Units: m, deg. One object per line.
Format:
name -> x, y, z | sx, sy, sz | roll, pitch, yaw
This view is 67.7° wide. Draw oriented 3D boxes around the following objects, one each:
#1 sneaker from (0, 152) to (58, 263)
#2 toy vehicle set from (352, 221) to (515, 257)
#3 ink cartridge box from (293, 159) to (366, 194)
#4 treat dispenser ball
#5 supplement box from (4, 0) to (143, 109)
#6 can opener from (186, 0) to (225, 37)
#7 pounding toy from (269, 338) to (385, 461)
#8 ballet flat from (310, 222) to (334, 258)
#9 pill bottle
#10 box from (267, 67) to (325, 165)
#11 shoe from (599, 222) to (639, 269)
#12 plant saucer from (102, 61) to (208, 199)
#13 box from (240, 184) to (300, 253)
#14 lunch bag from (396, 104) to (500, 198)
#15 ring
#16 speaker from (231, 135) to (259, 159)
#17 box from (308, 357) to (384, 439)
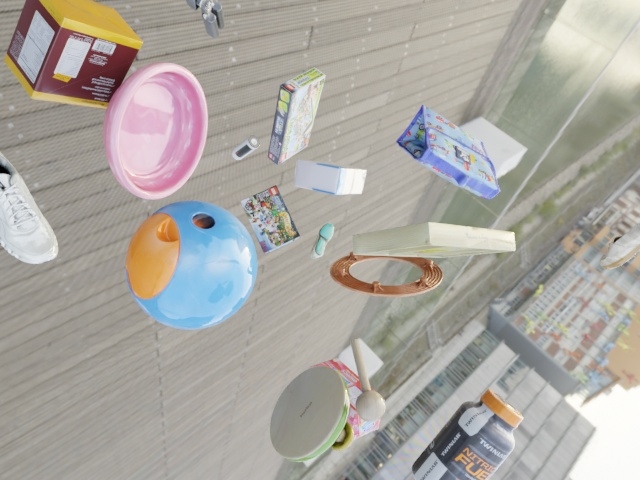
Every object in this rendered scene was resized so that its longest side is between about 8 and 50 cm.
sneaker -> -0.691, -0.079, 1.068 | 0.110, 0.292, 0.118 | -31, 175, -36
toy vehicle set -> 0.208, 0.005, 0.857 | 0.266, 0.035, 0.165 | 4, 171, -41
ink cartridge box -> 0.032, -0.184, 1.388 | 0.190, 0.139, 0.082 | -10, 112, -62
treat dispenser ball -> -0.285, 0.055, 1.074 | 0.288, 0.288, 0.288 | -37, 156, -20
supplement box -> -0.539, -0.415, 1.047 | 0.194, 0.129, 0.191 | -48, 163, 25
can opener -> -0.354, -0.716, 1.467 | 0.076, 0.095, 0.283 | -59, -171, 0
pounding toy -> 0.025, 0.334, 0.916 | 0.236, 0.183, 0.110 | -38, 120, 12
ballet flat -> 0.000, 0.000, 1.785 | 0.052, 0.057, 0.168 | -33, -158, 46
pill bottle -> 0.314, 0.434, 1.005 | 0.246, 0.130, 0.130 | -54, 157, 5
box -> -0.058, -0.276, 1.080 | 0.114, 0.036, 0.207 | -41, 162, -35
shoe -> 0.695, -0.006, 1.060 | 0.076, 0.058, 0.219 | -34, 162, -26
plant saucer -> -0.408, -0.270, 1.174 | 0.332, 0.084, 0.332 | -54, 155, -40
box -> -0.197, -0.083, 1.893 | 0.159, 0.233, 0.044 | -26, 170, -3
lunch bag -> 0.341, -0.212, 1.270 | 0.138, 0.220, 0.293 | -55, -164, 27
ring -> 0.195, 0.084, 1.426 | 0.336, 0.336, 0.032 | -21, 119, -46
speaker -> -0.303, -0.373, 1.925 | 0.055, 0.055, 0.136 | -24, -177, -43
box -> 0.073, 0.515, 1.570 | 0.128, 0.256, 0.123 | -7, 115, -37
